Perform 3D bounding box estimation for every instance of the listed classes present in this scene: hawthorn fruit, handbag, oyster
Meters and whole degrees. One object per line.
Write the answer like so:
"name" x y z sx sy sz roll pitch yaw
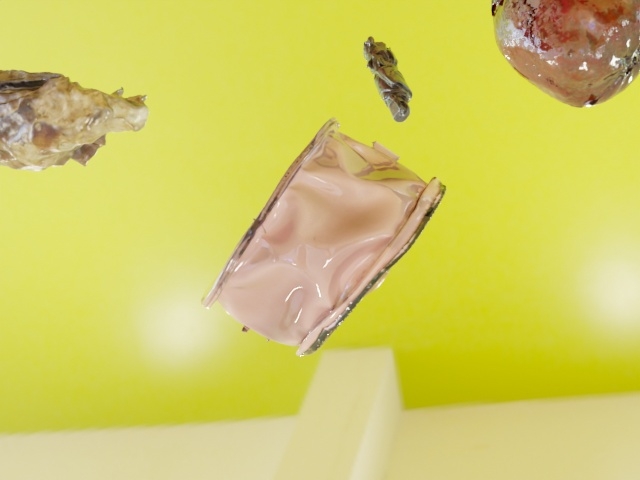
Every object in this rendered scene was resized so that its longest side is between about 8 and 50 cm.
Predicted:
"hawthorn fruit" 0.284 -0.270 1.629 0.235 0.181 0.181 37 -143 18
"handbag" 0.001 0.001 1.146 0.205 0.116 0.179 -54 -178 -1
"oyster" -0.337 -0.132 1.582 0.275 0.100 0.271 6 171 -5

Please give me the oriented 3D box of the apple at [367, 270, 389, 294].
"apple" 0.050 0.002 2.390 0.162 0.201 0.201 -31 -162 2

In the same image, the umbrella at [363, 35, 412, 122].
"umbrella" 0.127 -0.289 2.460 0.066 0.059 0.236 19 -150 -26
